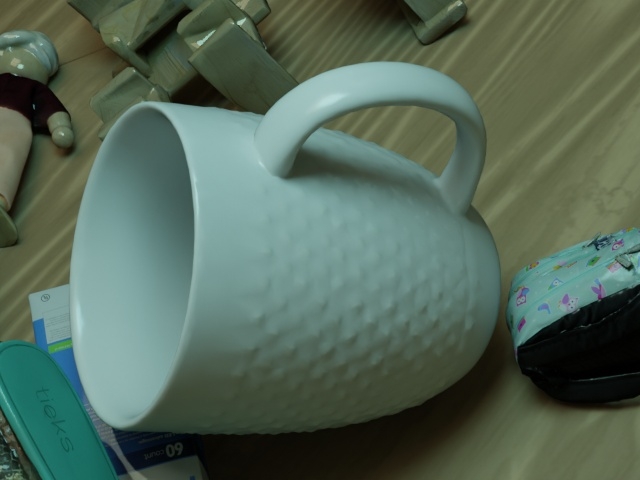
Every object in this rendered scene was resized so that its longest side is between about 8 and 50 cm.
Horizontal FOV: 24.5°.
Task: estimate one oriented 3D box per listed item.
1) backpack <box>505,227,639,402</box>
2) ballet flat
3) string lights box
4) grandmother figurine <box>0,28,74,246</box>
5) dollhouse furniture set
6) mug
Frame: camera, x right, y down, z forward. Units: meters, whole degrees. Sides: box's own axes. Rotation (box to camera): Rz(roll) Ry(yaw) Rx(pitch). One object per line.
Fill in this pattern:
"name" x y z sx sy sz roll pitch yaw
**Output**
"backpack" 0.257 0.065 1.311 0.182 0.152 0.115 -24 36 17
"ballet flat" -0.188 0.303 1.205 0.182 0.164 0.483 -47 67 20
"string lights box" -0.187 0.157 1.386 0.133 0.077 0.260 -14 56 -2
"grandmother figurine" -0.402 -0.141 1.817 0.207 0.104 0.342 13 45 -2
"dollhouse furniture set" -0.070 -0.270 1.765 0.394 0.256 0.362 -38 40 14
"mug" 0.000 0.000 1.273 0.328 0.374 0.276 6 42 -30
